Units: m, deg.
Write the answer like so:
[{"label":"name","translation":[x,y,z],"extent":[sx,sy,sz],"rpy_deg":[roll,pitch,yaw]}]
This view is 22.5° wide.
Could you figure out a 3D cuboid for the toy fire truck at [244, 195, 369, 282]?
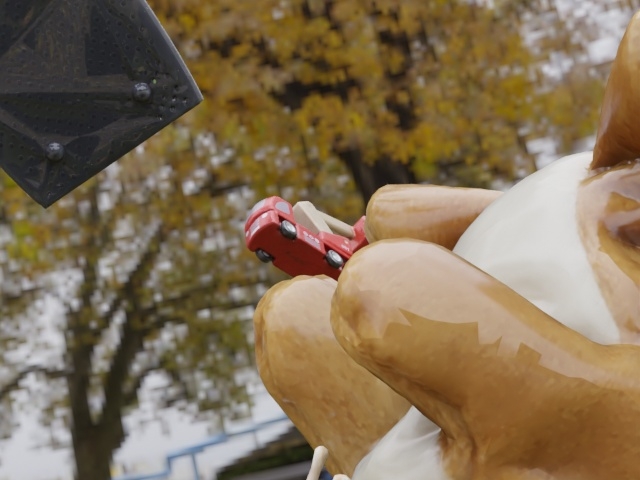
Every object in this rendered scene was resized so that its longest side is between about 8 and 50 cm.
[{"label":"toy fire truck","translation":[0.000,0.000,1.682],"extent":[0.192,0.135,0.047],"rpy_deg":[32,-64,-27]}]

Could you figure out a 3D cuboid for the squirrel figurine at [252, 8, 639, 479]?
[{"label":"squirrel figurine","translation":[0.124,0.162,0.763],"extent":[0.281,0.397,0.370],"rpy_deg":[-24,26,51]}]

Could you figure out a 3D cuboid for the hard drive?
[{"label":"hard drive","translation":[-0.224,-0.168,1.214],"extent":[0.172,0.255,0.054],"rpy_deg":[-34,21,7]}]
